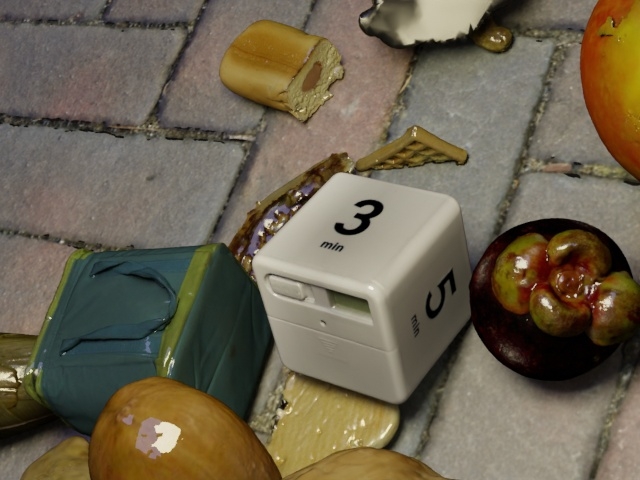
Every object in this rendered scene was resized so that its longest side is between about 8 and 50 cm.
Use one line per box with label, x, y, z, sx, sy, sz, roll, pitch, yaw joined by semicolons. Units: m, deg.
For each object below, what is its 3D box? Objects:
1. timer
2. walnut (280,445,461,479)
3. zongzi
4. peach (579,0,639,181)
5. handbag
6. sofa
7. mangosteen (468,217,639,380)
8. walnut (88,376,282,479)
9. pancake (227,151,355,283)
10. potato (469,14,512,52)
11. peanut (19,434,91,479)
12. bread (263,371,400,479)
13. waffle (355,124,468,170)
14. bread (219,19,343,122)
timer;0.059;0.055;1.534;0.192;0.194;0.195;14;44;33
walnut;0.048;0.368;1.326;0.313;0.252;0.277;-37;38;-10
zongzi;-0.475;0.170;1.691;0.274;0.300;0.145;-18;55;16
peach;0.473;-0.205;1.425;0.370;0.370;0.370;-13;54;19
handbag;-0.218;0.139;1.638;0.241;0.222;0.263;-2;57;31
sofa;0.175;-0.385;1.826;0.258;0.182;0.200;-24;10;10
mangosteen;0.272;0.066;1.448;0.210;0.210;0.210;-13;54;19
walnut;-0.150;0.290;1.438;0.203;0.298;0.203;-26;27;14
pancake;0.000;0.000;1.740;0.244;0.057;0.266;22;75;27
potato;0.243;-0.305;1.811;0.046;0.045;0.092;-11;42;-33
peanut;-0.287;0.404;1.529;0.170;0.192;0.387;1;39;-22
bread;0.008;0.245;1.566;0.182;0.039;0.251;17;68;34
waffle;0.127;-0.113;1.761;0.153;0.097;0.023;-28;43;51
bread;-0.063;-0.265;1.913;0.173;0.085;0.134;26;76;36
